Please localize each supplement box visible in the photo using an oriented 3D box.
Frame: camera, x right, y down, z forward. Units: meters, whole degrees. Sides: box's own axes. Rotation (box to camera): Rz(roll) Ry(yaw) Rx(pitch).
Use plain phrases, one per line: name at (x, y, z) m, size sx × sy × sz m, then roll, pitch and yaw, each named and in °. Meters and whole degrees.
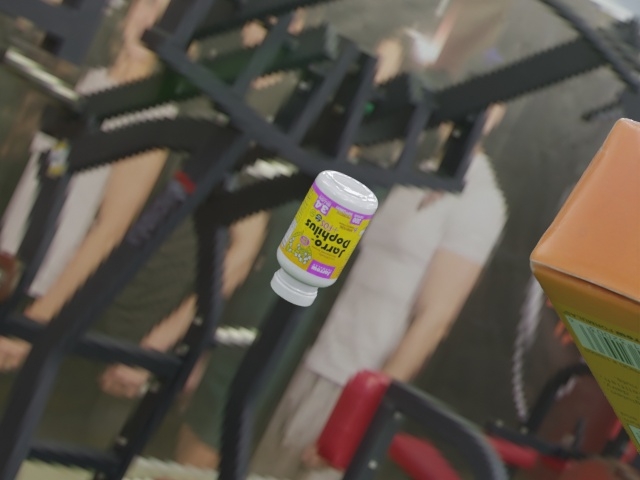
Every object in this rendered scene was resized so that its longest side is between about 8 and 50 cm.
supplement box at (0.169, 0.050, 0.691) m, size 0.080 × 0.078 × 0.233 m, roll 23°, pitch -19°, yaw 35°

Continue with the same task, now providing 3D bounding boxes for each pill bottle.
pill bottle at (0.000, 0.000, 1.031) m, size 0.043 × 0.083 × 0.043 m, roll 25°, pitch 20°, yaw -10°
